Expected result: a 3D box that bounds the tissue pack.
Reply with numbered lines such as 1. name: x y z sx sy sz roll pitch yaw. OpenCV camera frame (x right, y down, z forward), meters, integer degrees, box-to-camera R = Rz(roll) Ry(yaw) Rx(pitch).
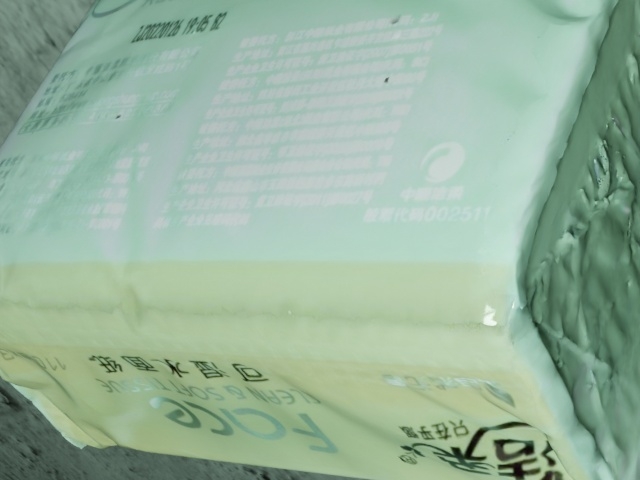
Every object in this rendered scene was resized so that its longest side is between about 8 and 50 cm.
1. tissue pack: 0.014 -0.041 0.756 0.404 0.332 0.205 -1 140 39
